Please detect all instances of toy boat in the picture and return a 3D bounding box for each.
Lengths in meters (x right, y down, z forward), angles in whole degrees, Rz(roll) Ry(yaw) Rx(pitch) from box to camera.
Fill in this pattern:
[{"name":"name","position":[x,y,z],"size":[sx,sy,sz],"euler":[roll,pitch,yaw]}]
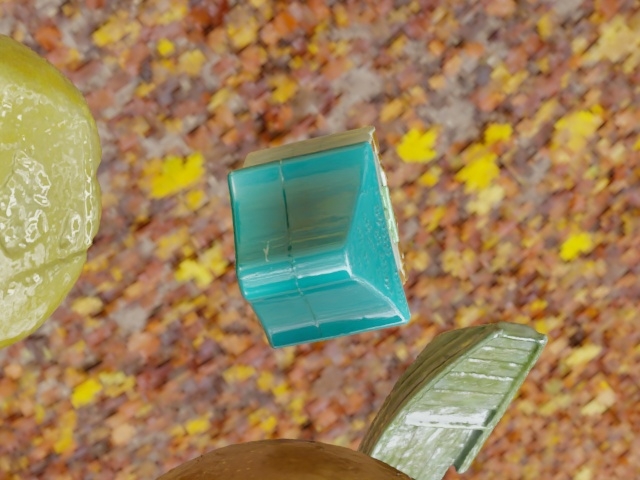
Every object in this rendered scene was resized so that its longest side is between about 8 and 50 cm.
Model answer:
[{"name":"toy boat","position":[0.087,0.149,1.063],"size":[0.093,0.055,0.293],"euler":[7,133,-23]}]

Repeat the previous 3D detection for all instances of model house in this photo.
[{"name":"model house","position":[0.000,0.000,0.915],"size":[0.101,0.149,0.127],"euler":[-12,104,10]}]

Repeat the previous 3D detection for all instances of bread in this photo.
[{"name":"bread","position":[-0.286,-0.033,0.983],"size":[0.270,0.148,0.269],"euler":[-19,118,-40]}]

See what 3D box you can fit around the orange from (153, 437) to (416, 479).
[{"name":"orange","position":[-0.023,0.250,0.799],"size":[0.274,0.274,0.274],"euler":[-25,145,-19]}]
